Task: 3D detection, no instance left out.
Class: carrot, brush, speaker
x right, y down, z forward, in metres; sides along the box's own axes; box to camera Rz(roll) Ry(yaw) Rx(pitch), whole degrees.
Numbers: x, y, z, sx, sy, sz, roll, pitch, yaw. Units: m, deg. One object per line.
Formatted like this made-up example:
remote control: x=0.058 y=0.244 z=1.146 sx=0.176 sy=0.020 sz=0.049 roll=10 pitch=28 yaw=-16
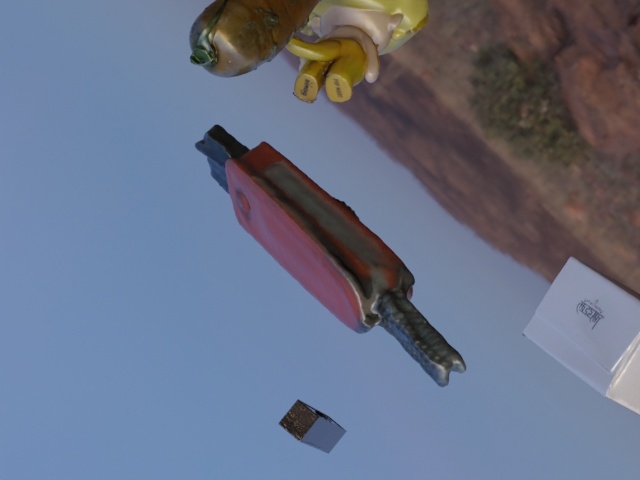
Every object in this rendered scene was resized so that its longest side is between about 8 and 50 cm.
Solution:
carrot: x=-0.002 y=-0.171 z=0.741 sx=0.049 sy=0.049 sz=0.254 roll=43 pitch=-131 yaw=-1
brush: x=0.003 y=0.003 z=0.842 sx=0.323 sy=0.051 sz=0.070 roll=45 pitch=151 yaw=43
speaker: x=-0.008 y=0.260 z=1.632 sx=0.040 sy=0.046 sz=0.191 roll=38 pitch=176 yaw=19

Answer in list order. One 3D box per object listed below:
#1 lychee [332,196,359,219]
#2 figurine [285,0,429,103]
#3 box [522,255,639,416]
lychee: x=0.000 y=0.000 z=1.450 sx=0.114 sy=0.114 sz=0.146 roll=37 pitch=-170 yaw=-47
figurine: x=0.036 y=-0.239 z=1.292 sx=0.246 sy=0.156 sz=0.131 roll=-69 pitch=-25 yaw=-47
box: x=0.403 y=0.150 z=1.350 sx=0.274 sy=0.116 sz=0.203 roll=29 pitch=-174 yaw=-21
